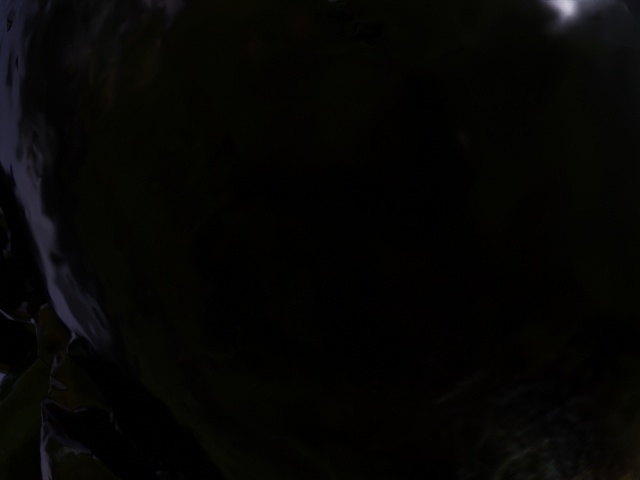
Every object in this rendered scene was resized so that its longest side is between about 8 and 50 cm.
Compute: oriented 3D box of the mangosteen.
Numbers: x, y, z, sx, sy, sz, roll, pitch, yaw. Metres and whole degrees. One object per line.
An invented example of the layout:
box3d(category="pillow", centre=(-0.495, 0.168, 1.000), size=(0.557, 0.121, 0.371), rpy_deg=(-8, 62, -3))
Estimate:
box3d(category="mangosteen", centre=(0.000, 0.000, 0.463), size=(0.265, 0.228, 0.228), rpy_deg=(-37, -59, 3))
